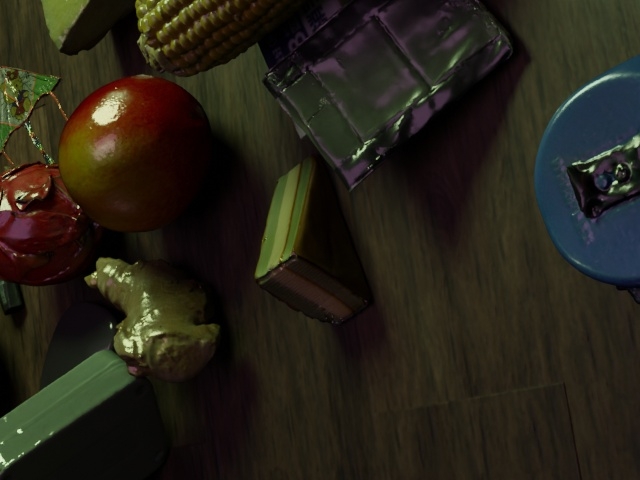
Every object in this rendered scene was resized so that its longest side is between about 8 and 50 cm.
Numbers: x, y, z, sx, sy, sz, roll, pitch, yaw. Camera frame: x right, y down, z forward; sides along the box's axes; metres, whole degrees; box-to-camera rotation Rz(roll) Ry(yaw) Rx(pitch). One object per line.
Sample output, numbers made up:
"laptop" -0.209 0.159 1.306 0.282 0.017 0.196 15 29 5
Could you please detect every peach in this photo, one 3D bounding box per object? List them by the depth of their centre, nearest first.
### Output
"peach" -0.214 -0.110 1.623 0.197 0.197 0.197 -1 88 41

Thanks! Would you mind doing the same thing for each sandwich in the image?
"sandwich" 0.000 0.000 1.538 0.079 0.113 0.163 -34 33 37

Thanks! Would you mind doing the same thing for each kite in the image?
"kite" -0.412 -0.154 1.911 0.198 0.006 0.244 -46 61 30

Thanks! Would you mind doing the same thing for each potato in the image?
"potato" -0.242 -0.398 1.701 0.255 0.112 0.269 -21 78 35

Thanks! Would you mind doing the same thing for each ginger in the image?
"ginger" -0.199 0.082 1.651 0.213 0.137 0.074 -124 23 -47

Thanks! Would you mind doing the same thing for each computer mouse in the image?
"computer mouse" -0.322 0.196 1.790 0.120 0.057 0.232 22 103 40

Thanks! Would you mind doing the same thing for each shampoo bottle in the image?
"shampoo bottle" -0.456 0.039 1.932 0.048 0.027 0.137 -30 69 23

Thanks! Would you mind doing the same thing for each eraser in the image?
"eraser" -0.006 -0.230 1.514 0.124 0.068 0.210 -36 66 31

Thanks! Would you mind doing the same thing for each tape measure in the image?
"tape measure" 0.285 -0.121 1.241 0.215 0.098 0.351 -30 68 36

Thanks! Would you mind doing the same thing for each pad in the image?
"pad" 0.070 -0.185 1.415 0.233 0.022 0.174 -42 70 10

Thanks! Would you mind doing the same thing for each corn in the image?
"corn" -0.071 -0.289 1.448 0.347 0.130 0.130 -31 69 28

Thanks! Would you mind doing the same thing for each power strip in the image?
"power strip" -0.286 0.301 1.657 0.141 0.229 0.261 32 144 36

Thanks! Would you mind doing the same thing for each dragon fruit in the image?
"dragon fruit" -0.366 -0.022 1.759 0.209 0.172 0.172 14 98 42
